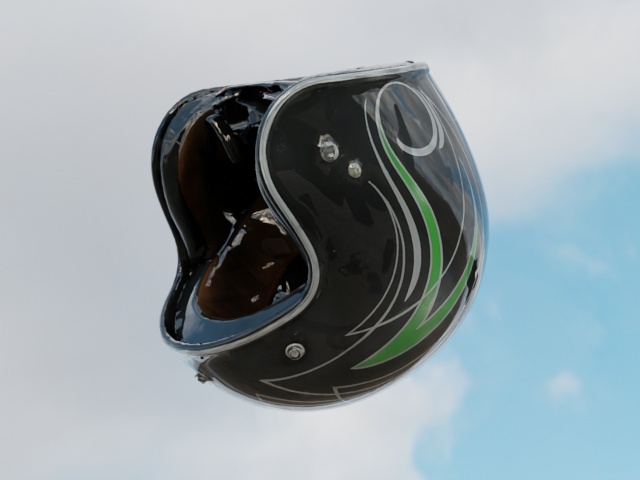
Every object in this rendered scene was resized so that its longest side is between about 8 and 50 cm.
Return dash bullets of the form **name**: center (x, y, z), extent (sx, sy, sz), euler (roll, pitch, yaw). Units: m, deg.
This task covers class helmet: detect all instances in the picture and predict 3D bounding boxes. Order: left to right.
- **helmet**: center (0.000, 0.000, 0.625), extent (0.169, 0.169, 0.161), euler (-9, -82, -7)
